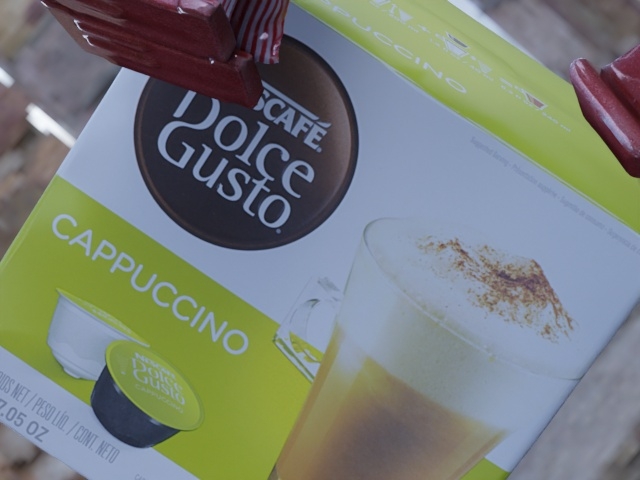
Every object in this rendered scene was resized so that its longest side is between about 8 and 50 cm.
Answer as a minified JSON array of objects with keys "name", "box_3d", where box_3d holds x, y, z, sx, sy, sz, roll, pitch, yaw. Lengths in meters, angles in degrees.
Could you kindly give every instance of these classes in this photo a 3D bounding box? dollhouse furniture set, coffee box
[{"name":"dollhouse furniture set","box_3d":[0.060,-0.154,0.963,0.152,0.374,0.201,61,-132,-74]},{"name":"coffee box","box_3d":[0.000,0.000,1.312,0.334,0.337,0.338,-55,3,17]}]
